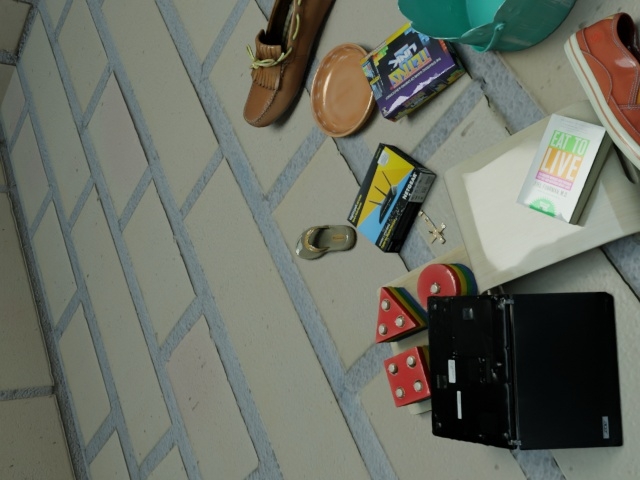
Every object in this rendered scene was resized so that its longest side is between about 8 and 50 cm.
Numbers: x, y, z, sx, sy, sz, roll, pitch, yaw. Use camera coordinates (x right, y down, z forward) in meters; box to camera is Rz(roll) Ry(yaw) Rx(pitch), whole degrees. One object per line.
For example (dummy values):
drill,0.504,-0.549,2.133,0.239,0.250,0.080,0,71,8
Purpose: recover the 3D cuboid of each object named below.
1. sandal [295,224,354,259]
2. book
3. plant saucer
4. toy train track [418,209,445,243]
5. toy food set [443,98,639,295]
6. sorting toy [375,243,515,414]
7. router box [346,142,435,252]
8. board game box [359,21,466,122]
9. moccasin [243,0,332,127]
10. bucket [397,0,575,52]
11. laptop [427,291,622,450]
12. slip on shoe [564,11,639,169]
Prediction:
sandal,0.000,0.000,1.553,0.180,0.049,0.072,-10,81,48
book,0.360,-0.107,1.054,0.096,0.035,0.144,29,105,44
plant saucer,0.055,-0.317,1.516,0.200,0.037,0.199,-2,87,49
toy train track,0.207,-0.026,1.343,0.048,0.014,0.083,-55,50,31
toy food set,0.352,-0.060,1.137,0.306,0.092,0.219,-28,67,36
sorting toy,0.202,0.163,1.282,0.257,0.089,0.255,-33,64,43
router box,0.135,-0.084,1.404,0.133,0.046,0.178,43,120,41
board game box,0.170,-0.330,1.350,0.170,0.048,0.141,-34,62,29
moccasin,-0.096,-0.434,1.611,0.139,0.147,0.380,52,125,37
bucket,0.275,-0.444,1.159,0.281,0.183,0.281,-5,84,49
laptop,0.312,0.200,1.127,0.264,0.137,0.234,-8,81,51
slip on shoe,0.456,-0.188,0.994,0.101,0.123,0.331,-39,55,36
